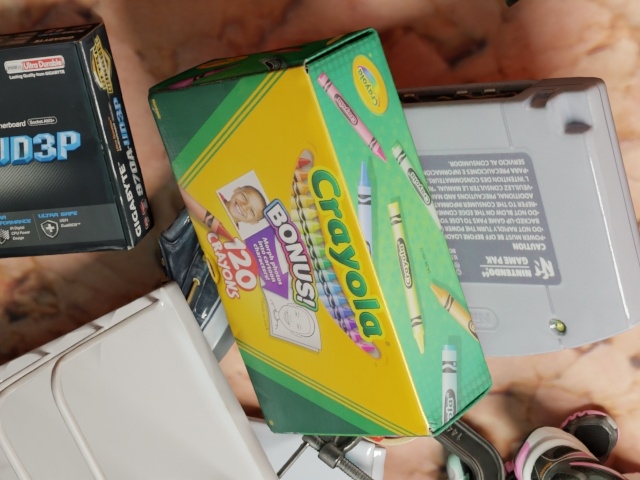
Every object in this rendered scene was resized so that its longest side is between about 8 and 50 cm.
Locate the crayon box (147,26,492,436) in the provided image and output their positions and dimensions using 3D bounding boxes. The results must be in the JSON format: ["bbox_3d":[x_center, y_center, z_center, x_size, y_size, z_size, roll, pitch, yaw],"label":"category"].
[{"bbox_3d":[0.000,0.000,1.225,0.165,0.081,0.278,-5,110,45],"label":"crayon box"}]

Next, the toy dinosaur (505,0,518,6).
[{"bbox_3d":[0.226,-0.235,1.134,0.268,0.064,0.118,-12,115,26],"label":"toy dinosaur"}]

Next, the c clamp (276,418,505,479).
[{"bbox_3d":[0.058,0.184,1.355,0.160,0.022,0.137,31,78,15],"label":"c clamp"}]

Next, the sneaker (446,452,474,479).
[{"bbox_3d":[0.099,0.218,1.391,0.069,0.038,0.098,-11,109,22],"label":"sneaker"}]

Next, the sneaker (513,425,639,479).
[{"bbox_3d":[0.225,0.211,1.292,0.178,0.077,0.072,26,101,-22],"label":"sneaker"}]

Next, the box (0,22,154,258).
[{"bbox_3d":[-0.256,-0.074,1.371,0.220,0.051,0.175,-3,112,20],"label":"box"}]

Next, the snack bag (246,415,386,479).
[{"bbox_3d":[-0.116,0.278,1.493,0.342,0.037,0.323,10,115,17],"label":"snack bag"}]

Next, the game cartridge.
[{"bbox_3d":[0.095,-0.013,1.227,0.294,0.060,0.196,1,110,43],"label":"game cartridge"}]

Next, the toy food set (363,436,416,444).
[{"bbox_3d":[0.056,0.119,1.350,0.082,0.020,0.083,-8,75,6],"label":"toy food set"}]

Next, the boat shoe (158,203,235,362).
[{"bbox_3d":[-0.099,0.041,1.370,0.083,0.065,0.183,36,117,10],"label":"boat shoe"}]

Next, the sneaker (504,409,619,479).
[{"bbox_3d":[0.183,0.179,1.335,0.047,0.057,0.119,46,118,-3],"label":"sneaker"}]

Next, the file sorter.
[{"bbox_3d":[-0.211,0.189,1.340,0.277,0.173,0.193,-25,94,33],"label":"file sorter"}]
